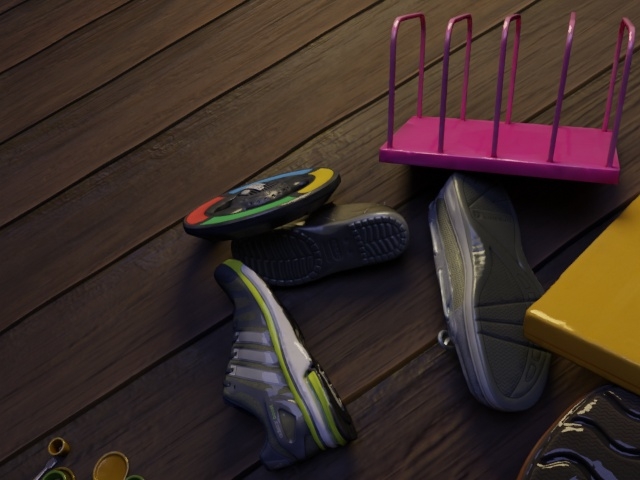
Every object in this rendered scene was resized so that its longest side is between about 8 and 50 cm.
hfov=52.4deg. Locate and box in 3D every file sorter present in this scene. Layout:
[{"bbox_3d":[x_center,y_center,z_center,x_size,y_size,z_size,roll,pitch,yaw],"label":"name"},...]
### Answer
[{"bbox_3d":[0.246,-0.203,0.858,0.290,0.182,0.202,8,25,19],"label":"file sorter"}]

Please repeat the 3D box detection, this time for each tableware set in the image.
[{"bbox_3d":[-0.290,0.301,0.807,0.154,0.024,0.104,27,67,28],"label":"tableware set"}]

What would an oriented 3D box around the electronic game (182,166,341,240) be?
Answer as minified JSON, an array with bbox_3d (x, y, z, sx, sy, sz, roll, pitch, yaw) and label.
[{"bbox_3d":[-0.082,-0.057,0.910,0.229,0.048,0.229,-16,17,5],"label":"electronic game"}]

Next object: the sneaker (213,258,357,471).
[{"bbox_3d":[-0.078,0.145,0.809,0.121,0.111,0.300,-32,54,-3],"label":"sneaker"}]

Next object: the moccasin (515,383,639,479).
[{"bbox_3d":[0.235,0.315,0.600,0.139,0.147,0.380,12,69,26],"label":"moccasin"}]

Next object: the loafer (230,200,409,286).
[{"bbox_3d":[0.000,0.000,0.905,0.251,0.094,0.087,-7,22,12],"label":"loafer"}]

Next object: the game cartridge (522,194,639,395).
[{"bbox_3d":[0.421,0.066,0.684,0.285,0.053,0.323,27,49,37],"label":"game cartridge"}]

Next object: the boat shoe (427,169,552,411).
[{"bbox_3d":[0.196,0.059,0.805,0.118,0.103,0.320,8,57,-23],"label":"boat shoe"}]
